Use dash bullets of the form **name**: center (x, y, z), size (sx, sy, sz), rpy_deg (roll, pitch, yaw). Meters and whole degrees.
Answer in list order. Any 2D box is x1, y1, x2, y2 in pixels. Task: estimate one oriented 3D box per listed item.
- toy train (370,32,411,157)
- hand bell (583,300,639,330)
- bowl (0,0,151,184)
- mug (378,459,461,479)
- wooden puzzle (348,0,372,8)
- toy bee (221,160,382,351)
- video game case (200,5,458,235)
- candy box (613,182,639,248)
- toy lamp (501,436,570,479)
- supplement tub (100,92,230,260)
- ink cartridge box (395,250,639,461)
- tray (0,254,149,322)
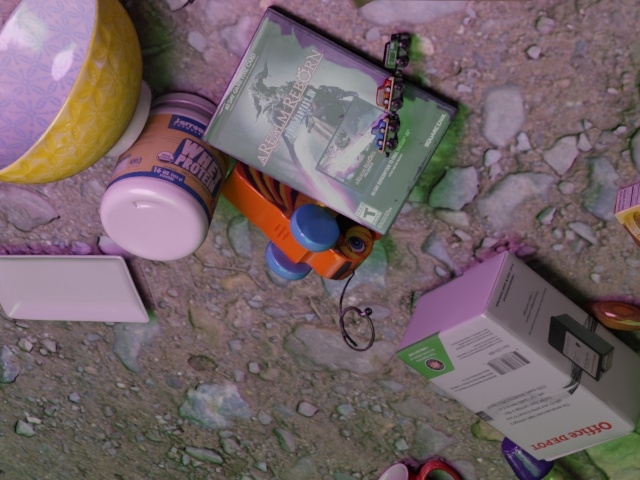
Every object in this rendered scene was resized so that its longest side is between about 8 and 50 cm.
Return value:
- **toy train**: center (0.087, -0.181, 1.591), size (0.036, 0.027, 0.158), rpy_deg (8, 109, 4)
- **hand bell**: center (0.478, 0.118, 1.734), size (0.242, 0.126, 0.126), rpy_deg (10, 135, 29)
- **bowl**: center (-0.313, -0.187, 1.634), size (0.156, 0.289, 0.289), rpy_deg (26, 140, -37)
- **mug**: center (0.187, 0.460, 2.141), size (0.169, 0.113, 0.150), rpy_deg (34, 136, -17)
- **wooden puzzle**: center (0.123, -0.322, 1.415), size (0.239, 0.044, 0.221), rpy_deg (-1, 167, 19)
- **toy bee**: center (0.000, 0.000, 1.773), size (0.195, 0.162, 0.298), rpy_deg (-20, 98, 43)
- **video game case**: center (0.011, -0.151, 1.634), size (0.274, 0.026, 0.196), rpy_deg (27, 108, -6)
- **candy box**: center (0.480, -0.041, 1.600), size (0.187, 0.053, 0.109), rpy_deg (-23, 121, 37)
- **toy lamp**: center (0.392, 0.398, 2.028), size (0.080, 0.080, 0.275), rpy_deg (-29, 116, 38)
- **supplement tub**: center (-0.201, -0.087, 1.698), size (0.144, 0.199, 0.144), rpy_deg (7, 138, 6)
- **ink cartridge box**: center (0.288, 0.171, 1.802), size (0.289, 0.121, 0.211), rpy_deg (37, 144, -16)
- **tray**: center (-0.412, 0.070, 2.055), size (0.270, 0.030, 0.145), rpy_deg (0, 132, 20)
